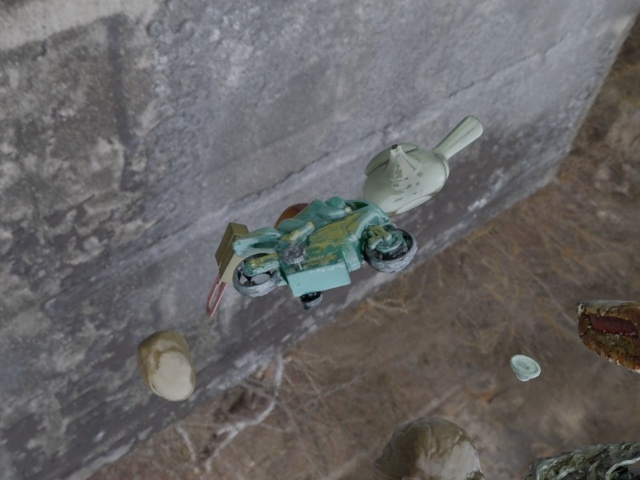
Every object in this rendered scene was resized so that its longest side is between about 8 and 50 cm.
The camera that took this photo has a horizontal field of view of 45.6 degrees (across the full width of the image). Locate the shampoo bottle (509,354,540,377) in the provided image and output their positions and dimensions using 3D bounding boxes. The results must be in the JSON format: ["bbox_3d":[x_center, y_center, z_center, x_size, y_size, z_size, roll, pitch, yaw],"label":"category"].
[{"bbox_3d":[0.473,0.300,1.764,0.041,0.069,0.190,-67,161,-10],"label":"shampoo bottle"}]

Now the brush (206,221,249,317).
[{"bbox_3d":[-0.221,0.080,1.724,0.047,0.103,0.233,15,121,-26],"label":"brush"}]

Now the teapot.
[{"bbox_3d":[0.236,-0.170,1.813,0.318,0.149,0.220,-21,172,-34],"label":"teapot"}]

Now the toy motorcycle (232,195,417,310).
[{"bbox_3d":[-0.002,0.000,1.223,0.297,0.198,0.109,-15,130,4],"label":"toy motorcycle"}]

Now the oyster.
[{"bbox_3d":[0.354,0.331,1.035,0.198,0.112,0.268,-15,160,-42],"label":"oyster"}]

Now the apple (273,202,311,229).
[{"bbox_3d":[-0.032,-0.019,2.091,0.195,0.173,0.160,-44,165,-39],"label":"apple"}]

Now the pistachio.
[{"bbox_3d":[-0.353,0.294,1.773,0.136,0.136,0.226,-34,143,-17],"label":"pistachio"}]

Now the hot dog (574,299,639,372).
[{"bbox_3d":[0.518,0.156,1.300,0.069,0.131,0.253,-17,-175,-13],"label":"hot dog"}]

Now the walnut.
[{"bbox_3d":[0.241,0.516,1.683,0.248,0.248,0.248,-32,151,-20],"label":"walnut"}]
